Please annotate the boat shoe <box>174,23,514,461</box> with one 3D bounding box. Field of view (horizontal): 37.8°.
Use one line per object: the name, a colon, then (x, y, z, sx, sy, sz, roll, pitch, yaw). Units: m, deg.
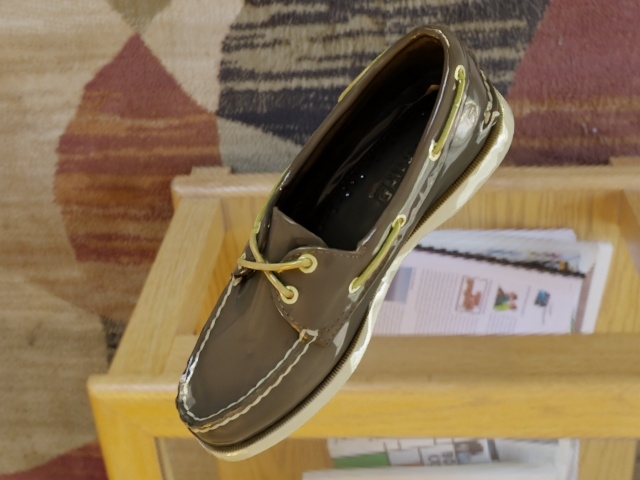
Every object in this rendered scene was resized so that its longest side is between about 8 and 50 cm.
boat shoe: (0.000, 0.000, 0.443, 0.227, 0.081, 0.069, -53, 140, -5)
